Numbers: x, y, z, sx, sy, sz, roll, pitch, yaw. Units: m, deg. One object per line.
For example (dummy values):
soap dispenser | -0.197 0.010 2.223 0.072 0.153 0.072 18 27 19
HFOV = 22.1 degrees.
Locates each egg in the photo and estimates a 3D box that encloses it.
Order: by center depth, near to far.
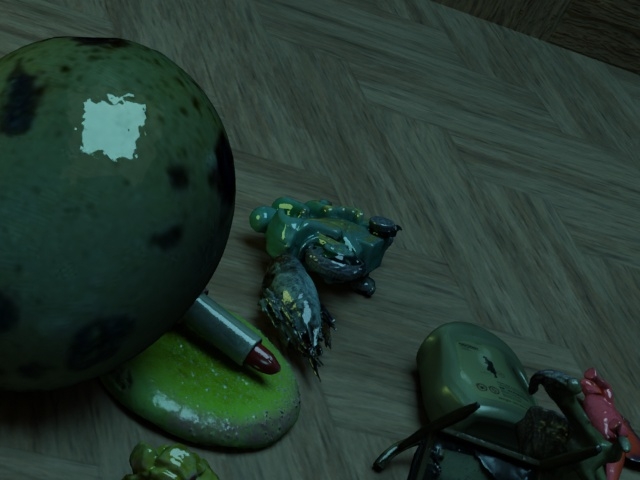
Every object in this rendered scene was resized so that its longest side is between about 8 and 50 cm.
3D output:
egg | -0.276 -0.028 1.805 0.345 0.345 0.428 26 57 -5

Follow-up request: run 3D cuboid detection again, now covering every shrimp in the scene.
shrimp | -0.032 0.102 2.144 0.090 0.079 0.233 10 36 -25

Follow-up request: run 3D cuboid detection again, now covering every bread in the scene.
bread | -0.150 0.143 1.983 0.301 0.045 0.301 23 26 -12

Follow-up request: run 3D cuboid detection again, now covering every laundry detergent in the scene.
laundry detergent | 0.211 0.191 2.192 0.181 0.091 0.253 19 27 -21

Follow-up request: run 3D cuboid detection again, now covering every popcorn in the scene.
popcorn | -0.156 0.259 1.725 0.109 0.089 0.097 25 -11 -28

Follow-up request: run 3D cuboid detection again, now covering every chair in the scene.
chair | 0.179 0.301 1.903 0.188 0.166 0.272 20 -16 -14

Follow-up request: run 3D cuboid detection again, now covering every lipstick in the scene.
lipstick | -0.124 0.105 1.973 0.186 0.057 0.063 38 22 10

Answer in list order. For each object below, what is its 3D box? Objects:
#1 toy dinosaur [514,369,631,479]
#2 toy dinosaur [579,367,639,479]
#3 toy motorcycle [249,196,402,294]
toy dinosaur | 0.298 0.263 1.975 0.077 0.294 0.162 -24 58 -31
toy dinosaur | 0.421 0.292 2.274 0.139 0.070 0.286 39 19 -31
toy motorcycle | 0.001 0.000 2.335 0.198 0.109 0.296 22 14 14
